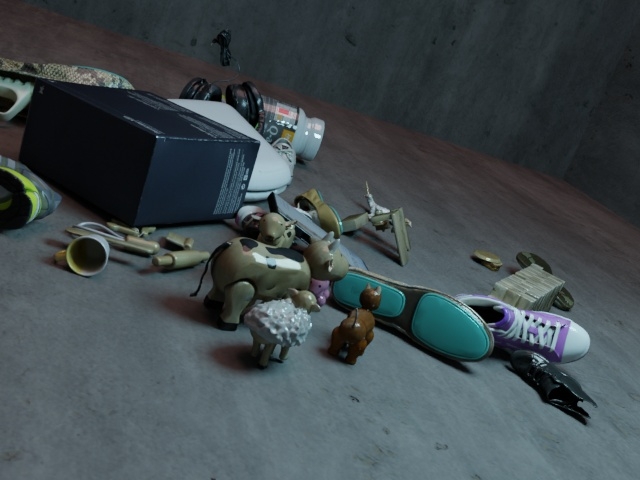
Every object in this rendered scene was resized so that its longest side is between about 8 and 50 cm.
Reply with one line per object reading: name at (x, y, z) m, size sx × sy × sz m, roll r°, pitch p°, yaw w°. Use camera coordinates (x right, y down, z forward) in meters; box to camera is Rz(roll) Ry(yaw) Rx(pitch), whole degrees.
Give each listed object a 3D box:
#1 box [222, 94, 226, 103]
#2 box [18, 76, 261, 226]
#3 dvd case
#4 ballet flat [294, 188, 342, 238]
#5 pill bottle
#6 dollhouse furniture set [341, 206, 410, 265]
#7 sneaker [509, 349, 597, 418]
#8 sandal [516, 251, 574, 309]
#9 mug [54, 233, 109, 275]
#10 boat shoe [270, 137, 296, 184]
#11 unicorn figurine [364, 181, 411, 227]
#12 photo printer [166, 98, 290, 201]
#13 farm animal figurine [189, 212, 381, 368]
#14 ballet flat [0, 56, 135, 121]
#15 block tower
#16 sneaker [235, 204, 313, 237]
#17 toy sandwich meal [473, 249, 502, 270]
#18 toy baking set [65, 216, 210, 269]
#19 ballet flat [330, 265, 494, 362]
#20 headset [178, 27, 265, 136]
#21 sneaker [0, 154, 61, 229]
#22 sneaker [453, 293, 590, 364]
box at (-0.308, -0.365, 2.316) m, size 0.042 × 0.109 × 0.178 m, roll 20°, pitch 17°, yaw -21°
box at (-0.360, -0.179, 1.571) m, size 0.343 × 0.179 × 0.312 m, roll 27°, pitch 17°, yaw 28°
dvd case at (0.000, 0.000, 1.575) m, size 0.253 × 0.022 × 0.180 m, roll 38°, pitch 7°, yaw -14°
ballet flat at (-0.010, -0.055, 1.839) m, size 0.073 × 0.080 × 0.232 m, roll -13°, pitch 23°, yaw -10°
pill bottle at (-0.139, -0.340, 2.343) m, size 0.278 × 0.162 × 0.162 m, roll 16°, pitch 18°, yaw -13°
dollhouse furniture set at (0.133, -0.003, 1.887) m, size 0.151 × 0.123 × 0.144 m, roll -10°, pitch 8°, yaw 20°
sneaker at (0.414, 0.255, 1.404) m, size 0.170 × 0.051 × 0.089 m, roll 31°, pitch 15°, yaw 17°
sandal at (0.571, 0.109, 2.020) m, size 0.090 × 0.060 × 0.219 m, roll 1°, pitch 40°, yaw -34°
mug at (-0.364, 0.015, 1.217) m, size 0.078 × 0.062 × 0.064 m, roll 25°, pitch 9°, yaw -8°
boat shoe at (-0.109, -0.225, 2.164) m, size 0.096 × 0.088 × 0.267 m, roll 20°, pitch 17°, yaw -4°
unicorn figurine at (0.168, -0.077, 2.114) m, size 0.162 × 0.060 × 0.111 m, roll 36°, pitch 16°, yaw -5°
photo printer at (-0.231, -0.210, 1.866) m, size 0.307 × 0.107 × 0.256 m, roll 47°, pitch 30°, yaw 25°
farm animal figurine at (-0.054, 0.048, 1.281) m, size 0.327 × 0.172 × 0.330 m, roll 2°, pitch 26°, yaw -46°
ballet flat at (-0.669, -0.324, 1.765) m, size 0.483 × 0.164 × 0.182 m, roll 11°, pitch 41°, yaw -13°
block tower at (0.461, 0.131, 1.764) m, size 0.097 × 0.091 × 0.335 m, roll 29°, pitch 20°, yaw 22°
sneaker at (-0.090, -0.023, 1.651) m, size 0.178 × 0.072 × 0.077 m, roll -1°, pitch 38°, yaw -32°
toy sandwich meal at (0.444, 0.052, 2.081) m, size 0.085 × 0.029 × 0.085 m, roll 15°, pitch 16°, yaw -4°
toy baking set at (-0.314, 0.007, 1.351) m, size 0.197 × 0.030 × 0.256 m, roll 20°, pitch 10°, yaw 16°
ballet flat at (0.173, 0.126, 1.439) m, size 0.316 × 0.107 × 0.106 m, roll 26°, pitch 5°, yaw 14°
headset at (-0.270, -0.395, 2.136) m, size 0.243 × 0.185 × 0.394 m, roll 4°, pitch 50°, yaw -5°
sneaker at (-0.566, -0.107, 1.302) m, size 0.300 × 0.111 × 0.121 m, roll 32°, pitch 10°, yaw 14°
sneaker at (0.376, 0.169, 1.472) m, size 0.282 × 0.102 × 0.161 m, roll 13°, pitch -7°, yaw 7°
